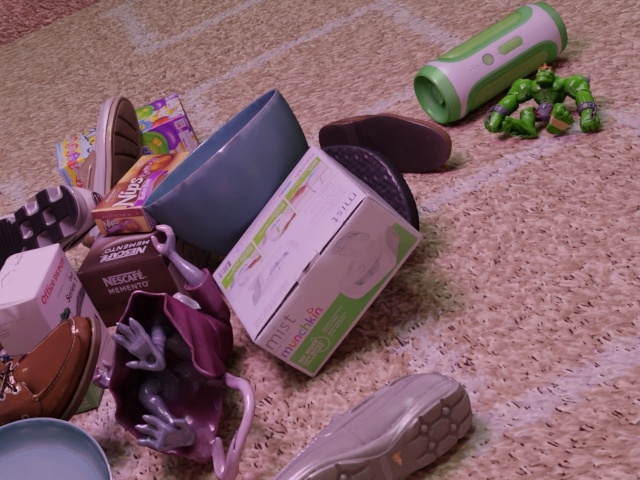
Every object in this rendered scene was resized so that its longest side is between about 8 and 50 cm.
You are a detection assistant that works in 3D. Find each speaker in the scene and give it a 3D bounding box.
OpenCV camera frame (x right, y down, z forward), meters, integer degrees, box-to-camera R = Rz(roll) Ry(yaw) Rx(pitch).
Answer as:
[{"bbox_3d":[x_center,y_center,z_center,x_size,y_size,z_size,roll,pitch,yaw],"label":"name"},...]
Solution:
[{"bbox_3d":[0.323,-0.338,2.119,0.296,0.131,0.131,-33,31,-17],"label":"speaker"}]

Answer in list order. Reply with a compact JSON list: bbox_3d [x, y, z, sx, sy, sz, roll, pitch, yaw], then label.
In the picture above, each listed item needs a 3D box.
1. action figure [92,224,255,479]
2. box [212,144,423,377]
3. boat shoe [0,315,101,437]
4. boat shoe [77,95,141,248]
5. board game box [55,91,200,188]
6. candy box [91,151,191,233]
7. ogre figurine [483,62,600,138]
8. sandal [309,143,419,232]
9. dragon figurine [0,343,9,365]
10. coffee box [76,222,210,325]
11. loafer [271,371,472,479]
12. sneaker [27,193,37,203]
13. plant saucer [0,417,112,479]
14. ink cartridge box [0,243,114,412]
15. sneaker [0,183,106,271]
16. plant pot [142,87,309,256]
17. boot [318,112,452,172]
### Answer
[{"bbox_3d":[-0.177,0.145,1.599,0.275,0.248,0.370,23,10,5],"label":"action figure"},{"bbox_3d":[-0.013,0.023,1.639,0.262,0.126,0.231,-52,30,5],"label":"box"},{"bbox_3d":[-0.413,0.220,1.558,0.307,0.104,0.111,-54,34,22],"label":"boat shoe"},{"bbox_3d":[-0.416,-0.130,2.153,0.103,0.113,0.302,-6,74,24],"label":"boat shoe"},{"bbox_3d":[-0.388,-0.170,2.305,0.275,0.144,0.142,-24,30,-2],"label":"board game box"},{"bbox_3d":[-0.304,-0.084,1.953,0.109,0.053,0.187,-2,33,28],"label":"candy box"},{"bbox_3d":[0.391,-0.238,1.949,0.197,0.097,0.118,-16,44,43],"label":"ogre figurine"},{"bbox_3d":[0.039,-0.093,1.888,0.107,0.168,0.445,-8,18,-33],"label":"sandal"},{"bbox_3d":[-0.504,0.142,1.908,0.289,0.085,0.144,-25,19,48],"label":"dragon figurine"},{"bbox_3d":[-0.292,0.006,1.973,0.168,0.119,0.297,-12,31,17],"label":"coffee box"},{"bbox_3d":[0.041,0.261,1.346,0.319,0.112,0.111,-28,24,-26],"label":"loafer"},{"bbox_3d":[-0.574,-0.030,2.300,0.071,0.066,0.188,1,38,6],"label":"sneaker"},{"bbox_3d":[-0.398,0.377,1.432,0.317,0.044,0.318,-13,49,16],"label":"plant saucer"},{"bbox_3d":[-0.415,0.139,1.732,0.092,0.219,0.160,-16,30,12],"label":"ink cartridge box"},{"bbox_3d":[-0.513,-0.004,2.004,0.330,0.123,0.146,-20,-6,25],"label":"sneaker"},{"bbox_3d":[-0.119,-0.080,1.825,0.290,0.195,0.290,-38,13,11],"label":"plant pot"},{"bbox_3d":[0.137,-0.196,2.042,0.115,0.112,0.305,-30,26,-35],"label":"boot"}]
